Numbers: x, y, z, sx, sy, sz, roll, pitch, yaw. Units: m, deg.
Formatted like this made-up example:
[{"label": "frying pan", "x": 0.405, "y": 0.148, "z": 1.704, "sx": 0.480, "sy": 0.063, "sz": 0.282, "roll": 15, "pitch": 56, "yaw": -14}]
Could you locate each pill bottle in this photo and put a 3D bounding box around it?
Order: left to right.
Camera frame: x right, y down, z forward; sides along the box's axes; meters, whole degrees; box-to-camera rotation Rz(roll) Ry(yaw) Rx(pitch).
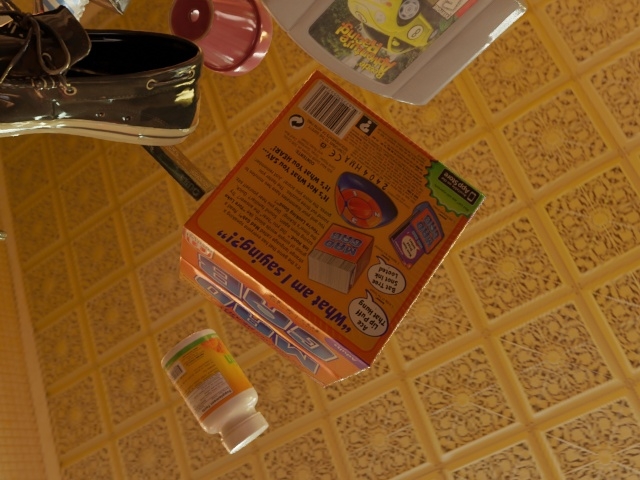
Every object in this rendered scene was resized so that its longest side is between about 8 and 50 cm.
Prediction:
[{"label": "pill bottle", "x": -0.221, "y": 0.324, "z": 1.613, "sx": 0.136, "sy": 0.136, "sz": 0.245, "roll": -41, "pitch": -105, "yaw": 15}]

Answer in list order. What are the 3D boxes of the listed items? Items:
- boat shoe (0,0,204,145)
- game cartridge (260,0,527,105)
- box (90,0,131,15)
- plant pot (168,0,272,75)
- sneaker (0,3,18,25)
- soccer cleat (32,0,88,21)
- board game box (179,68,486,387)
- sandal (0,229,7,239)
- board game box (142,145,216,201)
[{"label": "boat shoe", "x": -0.368, "y": -0.229, "z": 0.976, "sx": 0.186, "sy": 0.501, "sz": 0.156, "roll": 53, "pitch": -52, "yaw": 35}, {"label": "game cartridge", "x": 0.076, "y": -0.266, "z": 0.840, "sx": 0.196, "sy": 0.294, "sz": 0.060, "roll": -39, "pitch": -132, "yaw": 31}, {"label": "box", "x": -0.359, "y": -0.591, "z": 1.151, "sx": 0.318, "sy": 0.097, "sz": 0.394, "roll": 26, "pitch": -93, "yaw": 8}, {"label": "plant pot", "x": -0.240, "y": -0.490, "z": 1.720, "sx": 0.202, "sy": 0.180, "sz": 0.201, "roll": 0, "pitch": -90, "yaw": 30}, {"label": "sneaker", "x": -0.586, "y": -0.308, "z": 1.218, "sx": 0.079, "sy": 0.217, "sz": 0.121, "roll": 47, "pitch": -56, "yaw": 5}, {"label": "soccer cleat", "x": -0.547, "y": -0.488, "z": 1.599, "sx": 0.116, "sy": 0.143, "sz": 0.331, "roll": 50, "pitch": -35, "yaw": 30}, {"label": "board game box", "x": 0.000, "y": 0.000, "z": 1.344, "sx": 0.357, "sy": 0.356, "sz": 0.356, "roll": 37, "pitch": -110, "yaw": 0}, {"label": "sandal", "x": -0.850, "y": 0.008, "z": 1.796, "sx": 0.303, "sy": 0.120, "sz": 0.086, "roll": -13, "pitch": -119, "yaw": 40}, {"label": "board game box", "x": -0.277, "y": -0.152, "z": 1.405, "sx": 0.026, "sy": 0.126, "sz": 0.186, "roll": -44, "pitch": -85, "yaw": 7}]
